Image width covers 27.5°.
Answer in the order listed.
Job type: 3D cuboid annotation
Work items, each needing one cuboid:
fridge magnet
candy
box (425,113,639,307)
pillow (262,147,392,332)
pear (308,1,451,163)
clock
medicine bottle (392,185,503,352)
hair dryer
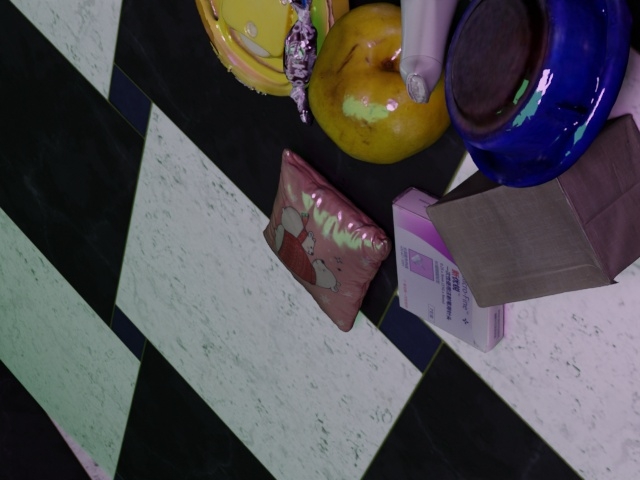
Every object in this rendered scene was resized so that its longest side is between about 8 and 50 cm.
[{"bbox_3d":[0.225,-0.188,1.399,0.265,0.112,0.265,-32,52,54],"label":"fridge magnet"},{"bbox_3d":[-0.027,-0.243,1.660,0.051,0.094,0.226,2,133,4],"label":"candy"},{"bbox_3d":[0.272,-0.028,1.530,0.231,0.149,0.155,-18,104,57],"label":"box"},{"bbox_3d":[0.000,0.000,1.975,0.223,0.084,0.236,45,144,20],"label":"pillow"},{"bbox_3d":[0.079,-0.190,1.614,0.200,0.200,0.200,33,142,31],"label":"pear"},{"bbox_3d":[-0.063,-0.339,1.764,0.277,0.071,0.293,42,138,22],"label":"clock"},{"bbox_3d":[0.181,0.040,1.806,0.171,0.052,0.201,30,141,35],"label":"medicine bottle"},{"bbox_3d":[0.110,-0.293,1.413,0.075,0.206,0.237,4,154,11],"label":"hair dryer"}]
